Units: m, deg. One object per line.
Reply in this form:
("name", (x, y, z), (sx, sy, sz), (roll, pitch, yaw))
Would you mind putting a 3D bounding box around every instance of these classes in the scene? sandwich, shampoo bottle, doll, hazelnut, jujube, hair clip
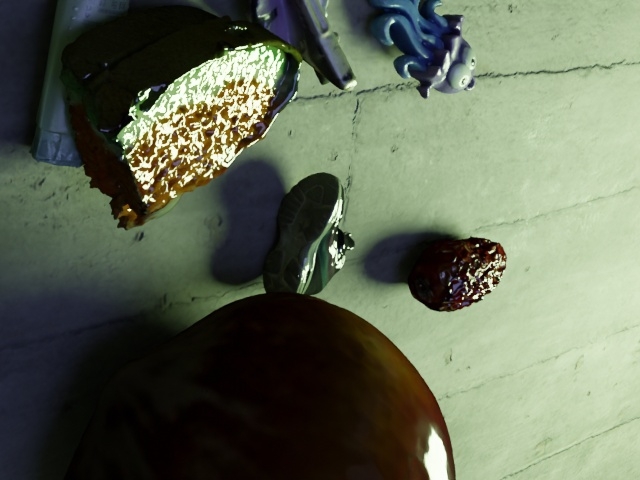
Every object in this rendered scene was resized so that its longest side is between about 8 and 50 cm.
("sandwich", (-0.137, -0.126, 1.063), (0.292, 0.109, 0.212), (-41, 157, -37))
("shampoo bottle", (-0.219, -0.173, 1.030), (0.072, 0.049, 0.212), (-3, 115, -56))
("doll", (0.121, -0.233, 1.314), (0.206, 0.067, 0.110), (32, 80, -38))
("hazelnut", (-0.055, 0.281, 1.217), (0.429, 0.402, 0.402), (-43, 137, -1))
("jujube", (0.192, 0.039, 1.520), (0.166, 0.104, 0.104), (-23, 128, -39))
("hair clip", (-0.034, -0.267, 1.138), (0.106, 0.084, 0.292), (-36, 129, -17))

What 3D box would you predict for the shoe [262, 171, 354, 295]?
("shoe", (0.000, 0.000, 1.333), (0.099, 0.071, 0.169), (2, 116, -48))
